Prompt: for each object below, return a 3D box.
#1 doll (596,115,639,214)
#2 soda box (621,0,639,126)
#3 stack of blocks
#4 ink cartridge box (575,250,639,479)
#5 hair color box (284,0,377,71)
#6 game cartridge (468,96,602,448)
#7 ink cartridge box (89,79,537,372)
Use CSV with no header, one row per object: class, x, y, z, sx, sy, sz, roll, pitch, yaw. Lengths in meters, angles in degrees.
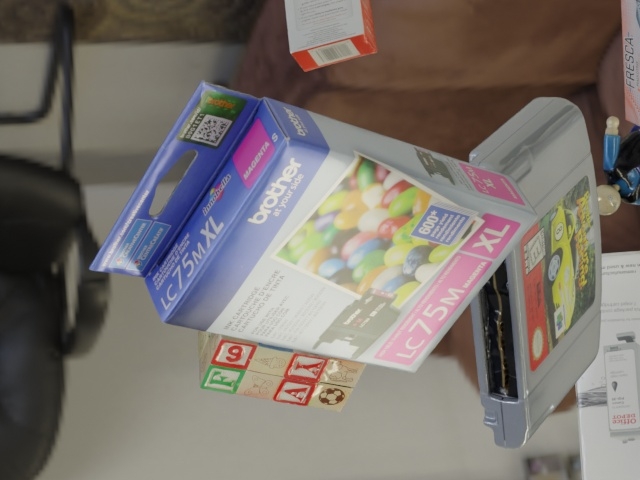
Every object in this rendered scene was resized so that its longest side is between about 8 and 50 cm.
doll,0.389,-0.106,1.823,0.129,0.189,0.046,49,164,-28
soda box,0.372,-0.209,1.638,0.058,0.063,0.183,-28,128,-24
stack of blocks,-0.053,0.050,1.760,0.171,0.297,0.087,11,132,-17
ink cartridge box,0.374,0.156,1.746,0.117,0.283,0.207,-5,177,23
hair color box,0.007,-0.290,1.752,0.093,0.167,0.053,-13,156,16
game cartridge,0.205,0.025,1.409,0.060,0.294,0.196,6,-151,29
ink cartridge box,0.000,0.000,1.150,0.311,0.065,0.185,16,121,-36
